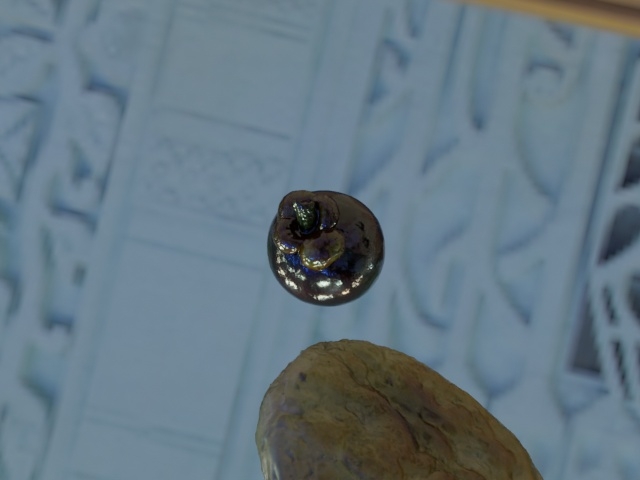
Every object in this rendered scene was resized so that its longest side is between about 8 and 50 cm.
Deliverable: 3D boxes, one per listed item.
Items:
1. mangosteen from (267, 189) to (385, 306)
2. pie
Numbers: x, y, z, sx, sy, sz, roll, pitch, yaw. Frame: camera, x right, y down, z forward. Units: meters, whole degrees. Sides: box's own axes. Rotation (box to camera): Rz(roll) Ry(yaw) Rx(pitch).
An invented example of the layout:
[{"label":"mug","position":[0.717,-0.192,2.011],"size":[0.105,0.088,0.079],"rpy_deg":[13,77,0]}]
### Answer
[{"label":"mangosteen","position":[0.000,0.000,2.034],"size":[0.140,0.140,0.140],"rpy_deg":[14,179,0]},{"label":"pie","position":[0.084,0.210,1.771],"size":[0.338,0.075,0.337],"rpy_deg":[28,-144,-22]}]
